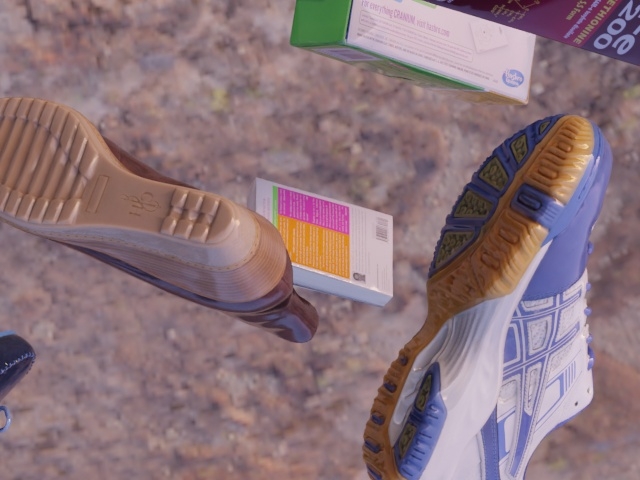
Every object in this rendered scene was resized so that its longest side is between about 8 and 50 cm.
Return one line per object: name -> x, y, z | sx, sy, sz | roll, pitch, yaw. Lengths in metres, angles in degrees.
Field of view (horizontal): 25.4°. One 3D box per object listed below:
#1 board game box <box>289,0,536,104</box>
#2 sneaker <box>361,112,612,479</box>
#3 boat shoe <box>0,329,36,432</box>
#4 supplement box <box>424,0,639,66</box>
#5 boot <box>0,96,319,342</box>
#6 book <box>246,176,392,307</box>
board game box -> 0.102, -0.291, 1.191 | 0.064, 0.316, 0.242 | 6, 176, 45
sneaker -> 0.141, 0.058, 0.993 | 0.131, 0.112, 0.296 | 20, 103, -22
boat shoe -> -0.347, 0.188, 1.299 | 0.258, 0.089, 0.109 | -45, 163, -34
supplement box -> 0.186, -0.200, 0.969 | 0.239, 0.073, 0.130 | 13, 143, -19
boot -> -0.129, -0.002, 1.004 | 0.248, 0.090, 0.207 | 21, 165, 20
book -> 0.000, 0.000, 1.337 | 0.144, 0.096, 0.035 | 16, 143, -18
